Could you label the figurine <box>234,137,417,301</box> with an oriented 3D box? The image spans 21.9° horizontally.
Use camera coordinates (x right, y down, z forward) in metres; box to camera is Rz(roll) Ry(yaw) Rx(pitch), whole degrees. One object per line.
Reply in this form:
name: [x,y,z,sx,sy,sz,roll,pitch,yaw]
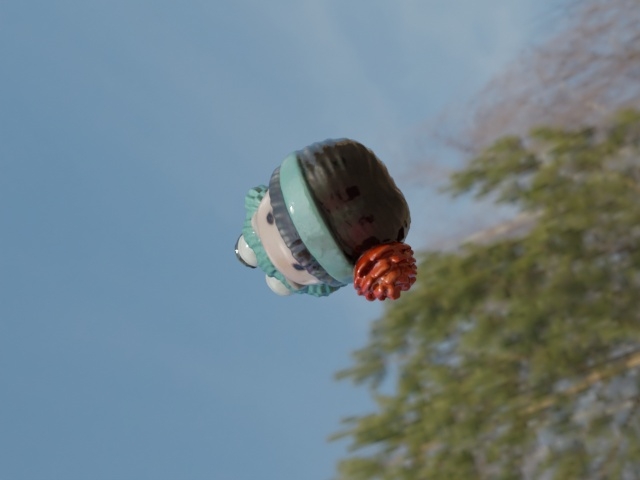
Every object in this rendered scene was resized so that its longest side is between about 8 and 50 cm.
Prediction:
figurine: [0.000,0.000,0.583,0.047,0.106,0.060,-26,-92,-18]
